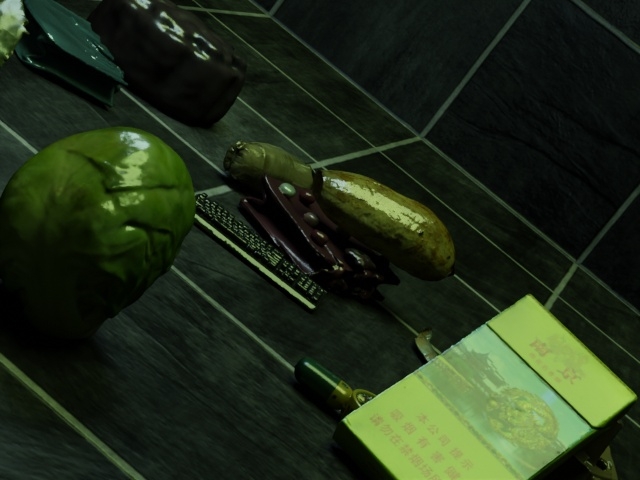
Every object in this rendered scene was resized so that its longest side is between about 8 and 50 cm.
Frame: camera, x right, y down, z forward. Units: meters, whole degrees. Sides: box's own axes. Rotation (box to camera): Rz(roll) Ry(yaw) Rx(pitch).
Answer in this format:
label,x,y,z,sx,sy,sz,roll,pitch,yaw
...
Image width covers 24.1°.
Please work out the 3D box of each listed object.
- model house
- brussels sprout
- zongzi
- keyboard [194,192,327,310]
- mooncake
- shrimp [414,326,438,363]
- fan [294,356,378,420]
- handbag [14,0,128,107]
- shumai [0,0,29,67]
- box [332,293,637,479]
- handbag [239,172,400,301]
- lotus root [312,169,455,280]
label,x,y,z,sx,sy,sz,roll,pitch,yaw
model house,0.324,0.293,1.855,0.176,0.181,0.248,25,15,-42
brussels sprout,-0.218,-0.015,1.458,0.161,0.223,0.223,45,15,9
zongzi,-0.111,-0.130,2.372,0.160,0.078,0.176,24,10,-41
keyboard,-0.088,0.014,2.066,0.230,0.025,0.094,38,17,-1
mooncake,-0.251,-0.321,2.489,0.283,0.141,0.283,36,12,-9
shrimp,0.211,0.186,2.241,0.195,0.035,0.148,17,23,-51
fan,0.032,0.193,1.768,0.155,0.039,0.082,38,15,3
handbag,-0.384,-0.297,2.245,0.179,0.062,0.229,27,18,-35
shumai,-0.487,-0.321,1.673,0.348,0.395,0.395,59,-1,-37
box,0.196,0.204,1.735,0.335,0.047,0.187,-29,63,-35
handbag,0.002,-0.003,2.235,0.203,0.074,0.216,19,24,-50
lotus root,0.102,-0.026,2.225,0.258,0.097,0.110,31,20,-15
